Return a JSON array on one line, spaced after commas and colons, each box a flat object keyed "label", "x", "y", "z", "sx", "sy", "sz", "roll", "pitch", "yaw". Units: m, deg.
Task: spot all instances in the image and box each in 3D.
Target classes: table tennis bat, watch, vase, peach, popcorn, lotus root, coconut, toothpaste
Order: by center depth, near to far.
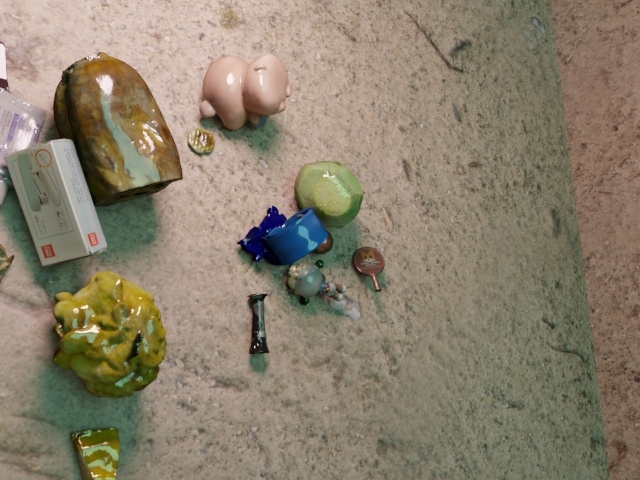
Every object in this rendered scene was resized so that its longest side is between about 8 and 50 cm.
[{"label": "popcorn", "x": -0.475, "y": 0.212, "z": 1.256, "sx": 0.252, "sy": 0.215, "sz": 0.286, "roll": -10, "pitch": 82, "yaw": -6}, {"label": "toothpaste", "x": -0.713, "y": -0.202, "z": 1.274, "sx": 0.099, "sy": 0.068, "sz": 0.283, "roll": 66, "pitch": 27, "yaw": -66}, {"label": "lotus root", "x": -0.497, "y": -0.265, "z": 1.340, "sx": 0.250, "sy": 0.250, "sz": 0.346, "roll": -28, "pitch": 102, "yaw": -38}, {"label": "vase", "x": -0.175, "y": 0.234, "z": 1.567, "sx": 0.059, "sy": 0.059, "sz": 0.167, "roll": 6, "pitch": 74, "yaw": -36}, {"label": "watch", "x": -0.090, "y": -0.009, "z": 1.606, "sx": 0.171, "sy": 0.200, "sz": 0.196, "roll": 51, "pitch": 51, "yaw": -19}, {"label": "coconut", "x": 0.026, "y": -0.143, "z": 1.725, "sx": 0.235, "sy": 0.236, "sz": 0.205, "roll": -6, "pitch": 105, "yaw": -38}, {"label": "peach", "x": 0.000, "y": 0.002, "z": 1.743, "sx": 0.083, "sy": 0.083, "sz": 0.083, "roll": 10, "pitch": 72, "yaw": -35}, {"label": "table tennis bat", "x": 0.161, "y": 0.120, "z": 1.882, "sx": 0.107, "sy": 0.119, "sz": 0.170, "roll": -7, "pitch": 58, "yaw": -13}]

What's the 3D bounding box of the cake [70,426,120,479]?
[{"label": "cake", "x": -0.509, "y": 0.508, "z": 1.235, "sx": 0.116, "sy": 0.079, "sz": 0.185, "roll": 25, "pitch": 69, "yaw": -33}]

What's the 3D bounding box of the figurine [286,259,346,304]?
[{"label": "figurine", "x": -0.016, "y": 0.132, "z": 1.696, "sx": 0.197, "sy": 0.093, "sz": 0.147, "roll": 24, "pitch": 87, "yaw": -39}]

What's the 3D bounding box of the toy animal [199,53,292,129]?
[{"label": "toy animal", "x": -0.213, "y": -0.435, "z": 1.606, "sx": 0.229, "sy": 0.221, "sz": 0.210, "roll": 28, "pitch": 59, "yaw": -29}]

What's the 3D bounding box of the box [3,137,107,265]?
[{"label": "box", "x": -0.590, "y": -0.083, "z": 1.253, "sx": 0.079, "sy": 0.135, "sz": 0.269, "roll": -49, "pitch": 126, "yaw": -73}]

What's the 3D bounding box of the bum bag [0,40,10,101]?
[{"label": "bum bag", "x": -0.785, "y": -0.399, "z": 1.293, "sx": 0.109, "sy": 0.026, "sz": 0.159, "roll": -3, "pitch": 80, "yaw": -37}]

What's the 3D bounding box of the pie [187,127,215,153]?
[{"label": "pie", "x": -0.342, "y": -0.287, "z": 1.599, "sx": 0.084, "sy": 0.020, "sz": 0.084, "roll": 11, "pitch": 72, "yaw": -35}]

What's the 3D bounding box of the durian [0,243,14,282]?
[{"label": "durian", "x": -0.731, "y": 0.061, "z": 1.171, "sx": 0.188, "sy": 0.091, "sz": 0.148, "roll": -38, "pitch": 139, "yaw": -59}]
